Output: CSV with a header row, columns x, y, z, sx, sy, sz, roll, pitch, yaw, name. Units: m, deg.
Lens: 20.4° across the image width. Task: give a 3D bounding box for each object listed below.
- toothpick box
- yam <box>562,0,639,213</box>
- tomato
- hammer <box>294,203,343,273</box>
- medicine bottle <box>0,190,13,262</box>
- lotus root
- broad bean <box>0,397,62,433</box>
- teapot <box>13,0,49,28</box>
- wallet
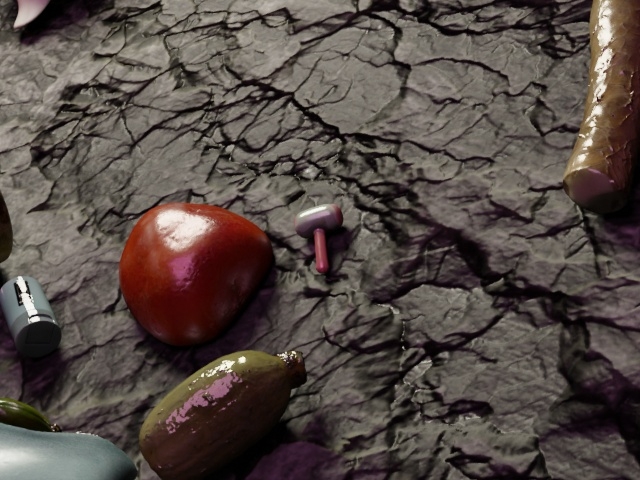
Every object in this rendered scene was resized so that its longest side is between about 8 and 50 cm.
x,y,z,sx,sy,sz,roll,pitch,yaw,name
-0.315,0.082,1.922,0.052,0.052,0.083,-31,42,-2,toothpick box
0.303,-0.172,1.829,0.081,0.081,0.356,-3,49,25,yam
-0.150,0.019,1.876,0.174,0.082,0.166,20,62,36,tomato
0.000,0.000,1.857,0.053,0.031,0.083,-18,50,16,hammer
-0.511,0.016,1.936,0.322,0.151,0.151,-27,38,-31,medicine bottle
-0.090,0.162,1.707,0.183,0.090,0.077,-33,3,-6,lotus root
-0.381,0.154,1.784,0.053,0.256,0.052,-96,28,-69,broad bean
-0.326,-0.423,2.341,0.300,0.166,0.208,-37,3,-19,teapot
-0.334,0.229,1.644,0.290,0.054,0.251,8,14,4,wallet
